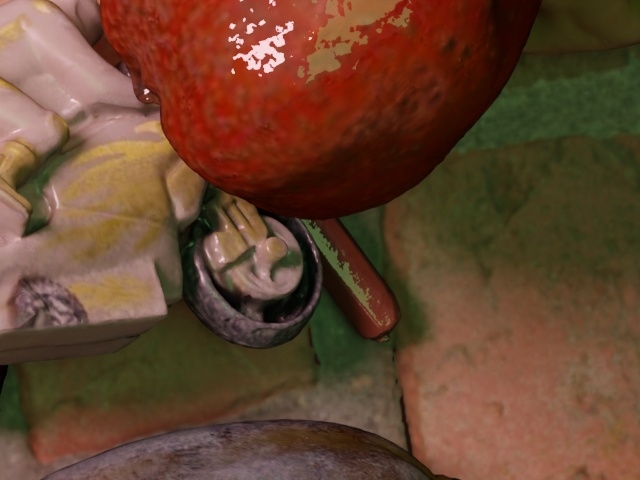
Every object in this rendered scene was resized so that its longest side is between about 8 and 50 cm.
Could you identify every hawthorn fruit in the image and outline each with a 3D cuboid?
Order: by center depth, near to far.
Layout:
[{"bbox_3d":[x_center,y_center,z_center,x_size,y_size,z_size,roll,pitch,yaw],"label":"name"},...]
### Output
[{"bbox_3d":[0.027,-0.133,0.972,0.262,0.210,0.210,-28,98,19],"label":"hawthorn fruit"}]

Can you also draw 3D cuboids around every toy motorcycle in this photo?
[{"bbox_3d":[-0.152,-0.041,1.023,0.340,0.108,0.223,-2,70,-38],"label":"toy motorcycle"}]

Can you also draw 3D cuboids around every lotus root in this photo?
[{"bbox_3d":[-0.039,0.166,1.062,0.322,0.158,0.140,-14,92,-23],"label":"lotus root"}]

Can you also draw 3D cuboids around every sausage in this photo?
[{"bbox_3d":[0.000,0.000,1.137,0.035,0.030,0.147,-41,100,-13],"label":"sausage"}]

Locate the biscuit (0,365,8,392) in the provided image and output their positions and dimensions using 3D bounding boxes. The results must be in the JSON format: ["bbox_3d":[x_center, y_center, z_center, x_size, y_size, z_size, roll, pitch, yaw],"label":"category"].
[{"bbox_3d":[-0.268,0.009,1.043,0.235,0.063,0.151,12,87,-23],"label":"biscuit"}]

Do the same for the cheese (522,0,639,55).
[{"bbox_3d":[0.154,-0.201,1.104,0.235,0.218,0.117,-27,54,18],"label":"cheese"}]
